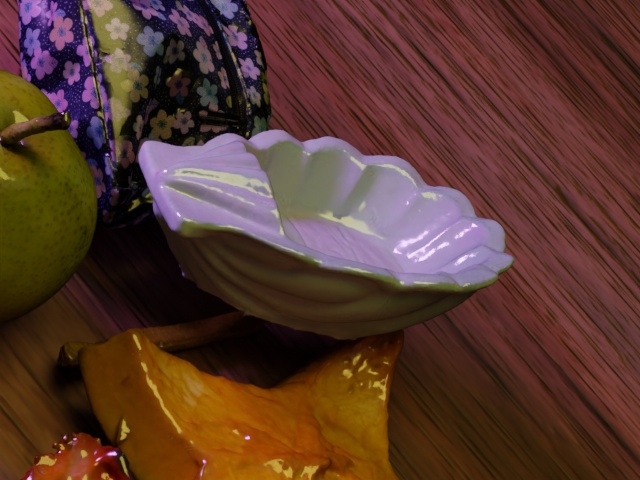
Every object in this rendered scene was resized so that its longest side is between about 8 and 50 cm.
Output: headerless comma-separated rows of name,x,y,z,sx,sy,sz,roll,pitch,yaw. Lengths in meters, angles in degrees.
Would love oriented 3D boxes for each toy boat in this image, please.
toy boat,0.000,0.000,1.243,0.290,0.100,0.199,12,26,-29

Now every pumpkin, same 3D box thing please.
pumpkin,-0.011,0.164,1.177,0.290,0.095,0.258,4,44,-43

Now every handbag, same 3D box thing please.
handbag,-0.133,-0.120,1.307,0.208,0.127,0.228,0,76,-51

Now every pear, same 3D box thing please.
pear,-0.226,-0.042,1.121,0.166,0.216,0.180,-4,64,-33

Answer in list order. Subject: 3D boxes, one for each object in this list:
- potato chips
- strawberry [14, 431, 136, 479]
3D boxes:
potato chips,-0.115,0.072,1.242,0.204,0.037,0.026,-8,71,-46
strawberry,-0.155,0.225,1.043,0.140,0.085,0.192,-21,65,-28
